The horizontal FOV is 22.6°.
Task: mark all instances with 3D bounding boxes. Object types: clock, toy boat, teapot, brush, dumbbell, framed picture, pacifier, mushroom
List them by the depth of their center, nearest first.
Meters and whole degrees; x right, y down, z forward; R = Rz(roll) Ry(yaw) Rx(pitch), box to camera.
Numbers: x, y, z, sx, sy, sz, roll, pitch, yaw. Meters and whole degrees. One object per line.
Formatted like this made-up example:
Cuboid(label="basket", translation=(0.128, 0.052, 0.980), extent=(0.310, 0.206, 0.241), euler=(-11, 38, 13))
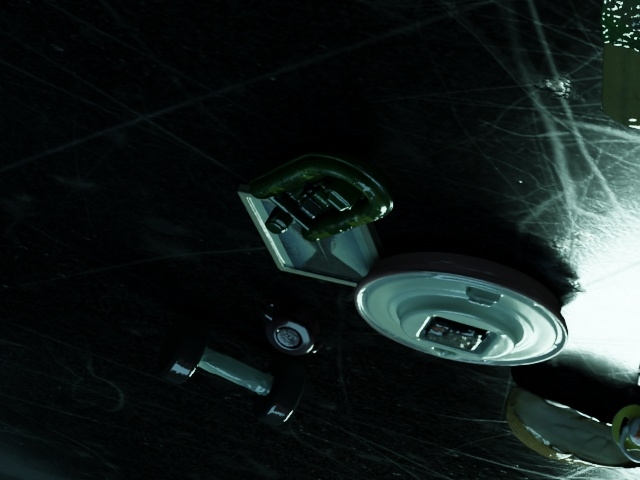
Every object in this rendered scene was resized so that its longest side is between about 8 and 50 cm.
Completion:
Cuboid(label="brush", translation=(0.237, -0.150, 1.206), extent=(0.054, 0.048, 0.282), euler=(16, 160, 16))
Cuboid(label="toy boat", translation=(0.005, -0.047, 1.626), extent=(0.104, 0.052, 0.210), euler=(43, 152, -18))
Cuboid(label="clock", translation=(0.157, 0.084, 1.796), extent=(0.244, 0.056, 0.244), euler=(12, 157, 5))
Cuboid(label="framed picture", translation=(0.000, 0.000, 1.798), extent=(0.150, 0.015, 0.203), euler=(12, 158, 18))
Cuboid(label="pacifier", translation=(0.404, 0.241, 2.001), extent=(0.083, 0.068, 0.064), euler=(15, -175, 8))
Cuboid(label="teapot", translation=(-0.037, 0.109, 2.055), extent=(0.100, 0.045, 0.068), euler=(43, 129, -12))
Cuboid(label="mushroom", translation=(0.327, 0.253, 2.069), extent=(0.210, 0.072, 0.094), euler=(21, 167, -6))
Cuboid(label="dumbbell", translation=(-0.122, 0.178, 2.215), extent=(0.191, 0.100, 0.100), euler=(25, 158, -18))

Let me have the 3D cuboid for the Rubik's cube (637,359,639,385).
Cuboid(label="Rubik's cube", translation=(0.377, 0.058, 1.443), extent=(0.151, 0.154, 0.155), euler=(14, 158, 15))
